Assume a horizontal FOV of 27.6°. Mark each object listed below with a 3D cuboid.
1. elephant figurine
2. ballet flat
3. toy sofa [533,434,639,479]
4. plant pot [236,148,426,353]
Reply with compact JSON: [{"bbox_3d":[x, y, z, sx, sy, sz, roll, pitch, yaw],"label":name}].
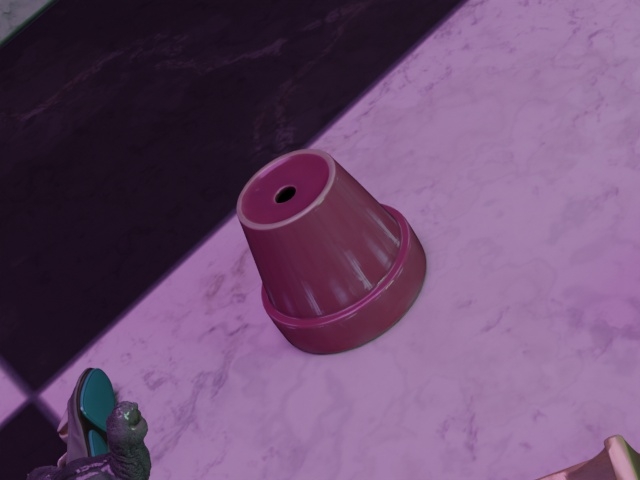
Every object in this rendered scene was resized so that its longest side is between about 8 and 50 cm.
[{"bbox_3d":[-0.230,0.283,1.326,0.169,0.239,0.186,12,56,44],"label":"elephant figurine"},{"bbox_3d":[-0.288,0.238,1.566,0.068,0.072,0.213,-30,37,12],"label":"ballet flat"},{"bbox_3d":[0.139,0.308,1.124,0.362,0.177,0.150,-23,62,15],"label":"toy sofa"},{"bbox_3d":[0.000,0.000,1.524,0.201,0.180,0.201,-20,38,17],"label":"plant pot"}]
